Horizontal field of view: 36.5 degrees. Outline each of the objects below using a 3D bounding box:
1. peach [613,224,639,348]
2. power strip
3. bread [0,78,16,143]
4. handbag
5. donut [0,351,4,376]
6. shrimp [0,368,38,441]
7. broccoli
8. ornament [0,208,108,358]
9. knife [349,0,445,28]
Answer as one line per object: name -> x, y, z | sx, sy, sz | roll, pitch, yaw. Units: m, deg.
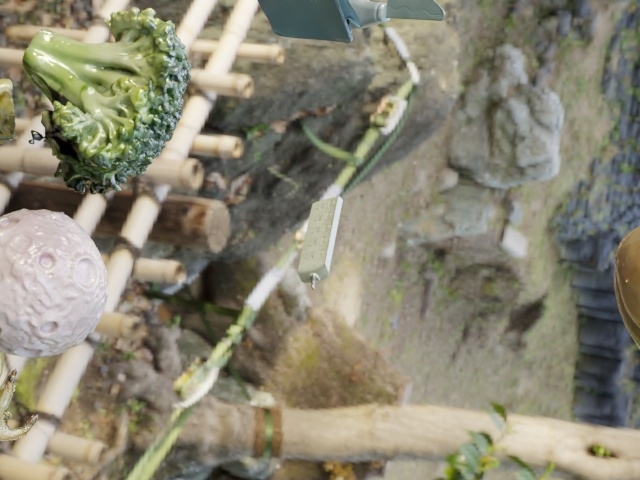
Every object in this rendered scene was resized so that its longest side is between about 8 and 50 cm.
peach -> 0.587, 0.083, 1.482 | 0.247, 0.292, 0.292 | -37, 150, -6
power strip -> 0.000, 0.000, 1.869 | 0.027, 0.060, 0.252 | 58, 28, -35
bread -> -0.690, -0.232, 1.737 | 0.152, 0.268, 0.130 | 107, -29, -42
handbag -> -0.029, -0.487, 2.039 | 0.057, 0.221, 0.144 | -58, 142, -21
donut -> -0.758, 0.186, 1.755 | 0.360, 0.360, 0.170 | -59, 166, -47
shrimp -> -0.474, 0.257, 1.510 | 0.083, 0.023, 0.114 | 20, 84, -38
broccoli -> -0.380, -0.251, 1.675 | 0.348, 0.281, 0.293 | -58, -175, 31
ornament -> -0.496, 0.078, 1.654 | 0.225, 0.259, 0.259 | -31, 132, -35
knife -> 0.157, -0.503, 2.087 | 0.044, 0.331, 0.080 | -5, 100, -34
